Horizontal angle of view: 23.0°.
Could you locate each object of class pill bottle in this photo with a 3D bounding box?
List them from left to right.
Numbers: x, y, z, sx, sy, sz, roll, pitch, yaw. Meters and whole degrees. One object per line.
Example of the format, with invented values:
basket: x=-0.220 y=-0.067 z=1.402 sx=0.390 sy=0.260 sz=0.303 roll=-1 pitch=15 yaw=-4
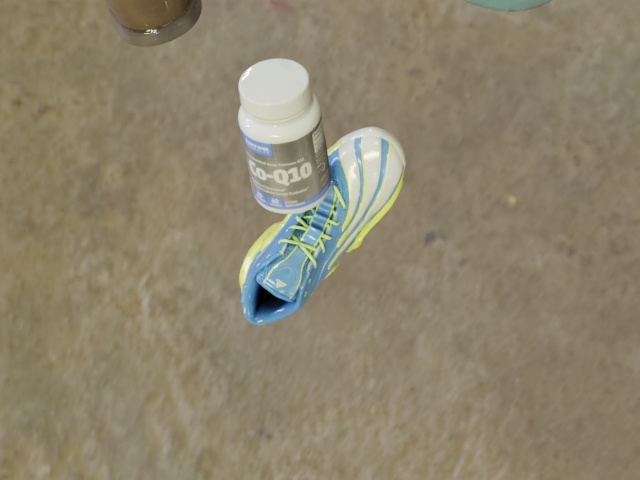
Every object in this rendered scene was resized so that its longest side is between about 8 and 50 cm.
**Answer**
pill bottle: x=-0.035 y=-0.097 z=1.465 sx=0.078 sy=0.137 sz=0.078 roll=-5 pitch=46 yaw=5

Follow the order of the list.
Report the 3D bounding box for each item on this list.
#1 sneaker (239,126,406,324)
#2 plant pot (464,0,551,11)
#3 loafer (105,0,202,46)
sneaker: x=0.000 y=0.000 z=1.555 sx=0.091 sy=0.240 sz=0.126 roll=32 pitch=30 yaw=-10
plant pot: x=0.234 y=-0.433 z=1.788 sx=0.290 sy=0.195 sz=0.290 roll=9 pitch=69 yaw=-24
loafer: x=-0.218 y=-0.387 z=1.731 sx=0.133 sy=0.130 sz=0.366 roll=-23 pitch=61 yaw=-4
